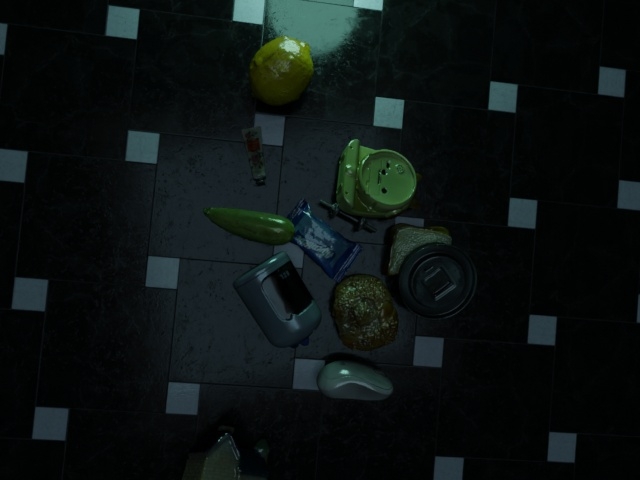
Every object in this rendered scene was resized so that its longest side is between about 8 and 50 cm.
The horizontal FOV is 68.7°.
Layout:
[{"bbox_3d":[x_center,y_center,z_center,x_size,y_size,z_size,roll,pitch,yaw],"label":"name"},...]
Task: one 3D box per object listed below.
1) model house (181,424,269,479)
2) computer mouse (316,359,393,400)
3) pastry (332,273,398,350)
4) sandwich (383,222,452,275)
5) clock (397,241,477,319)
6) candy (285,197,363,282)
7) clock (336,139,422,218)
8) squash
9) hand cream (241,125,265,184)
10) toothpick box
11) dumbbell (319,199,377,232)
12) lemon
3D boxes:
[{"bbox_3d":[-0.342,0.853,1.750,0.298,0.243,0.284,25,59,-29],"label":"model house"},{"bbox_3d":[0.133,0.528,1.814,0.297,0.184,0.121,1,99,2],"label":"computer mouse"},{"bbox_3d":[0.177,0.286,1.829,0.255,0.162,0.310,-21,92,-8],"label":"pastry"},{"bbox_3d":[0.392,0.048,1.888,0.251,0.087,0.226,7,100,-5],"label":"sandwich"},{"bbox_3d":[0.454,0.158,1.836,0.313,0.061,0.312,-1,103,-5],"label":"clock"},{"bbox_3d":[0.000,0.000,1.863,0.331,0.077,0.187,38,92,-1],"label":"candy"},{"bbox_3d":[0.243,-0.230,1.838,0.348,0.117,0.286,9,73,-11],"label":"clock"},{"bbox_3d":[-0.279,-0.060,1.812,0.371,0.118,0.118,11,88,6],"label":"squash"},{"bbox_3d":[-0.257,-0.339,1.864,0.080,0.050,0.234,-11,83,-2],"label":"hand cream"},{"bbox_3d":[-0.151,0.249,1.773,0.263,0.263,0.354,-32,92,-5],"label":"toothpick box"},{"bbox_3d":[0.111,-0.096,1.871,0.254,0.081,0.081,28,86,-6],"label":"dumbbell"},{"bbox_3d":[-0.150,-0.645,1.789,0.233,0.233,0.288,45,96,-3],"label":"lemon"}]
